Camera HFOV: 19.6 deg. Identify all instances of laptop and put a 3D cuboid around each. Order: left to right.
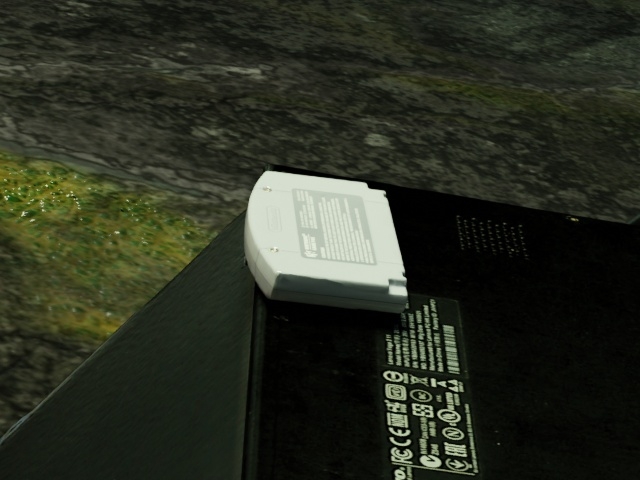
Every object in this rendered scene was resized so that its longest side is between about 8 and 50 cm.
[{"bbox_3d":[0.014,0.161,0.639,0.407,0.236,0.382,9,27,-4],"label":"laptop"}]

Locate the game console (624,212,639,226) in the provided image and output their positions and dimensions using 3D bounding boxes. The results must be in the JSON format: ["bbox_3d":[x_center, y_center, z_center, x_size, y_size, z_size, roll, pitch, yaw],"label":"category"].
[{"bbox_3d":[0.296,0.101,1.199,0.342,0.060,0.386,30,33,24],"label":"game console"}]

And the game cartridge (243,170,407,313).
[{"bbox_3d":[0.000,0.000,0.671,0.056,0.017,0.083,10,26,-9],"label":"game cartridge"}]
